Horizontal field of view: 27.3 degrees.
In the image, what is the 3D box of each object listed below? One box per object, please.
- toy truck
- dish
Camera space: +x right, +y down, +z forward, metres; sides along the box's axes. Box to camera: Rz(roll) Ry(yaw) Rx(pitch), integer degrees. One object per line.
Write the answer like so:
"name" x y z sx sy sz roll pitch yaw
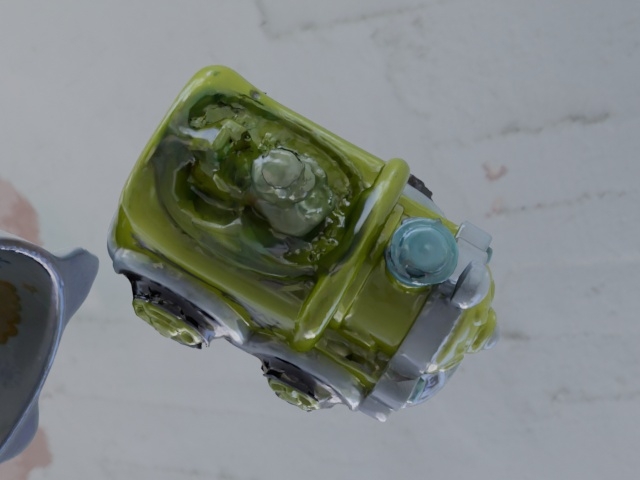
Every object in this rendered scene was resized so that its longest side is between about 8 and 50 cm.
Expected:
"toy truck" 0.000 0.000 0.359 0.111 0.076 0.077 28 -20 1
"dish" -0.222 0.071 0.597 0.086 0.236 0.228 36 -58 20
